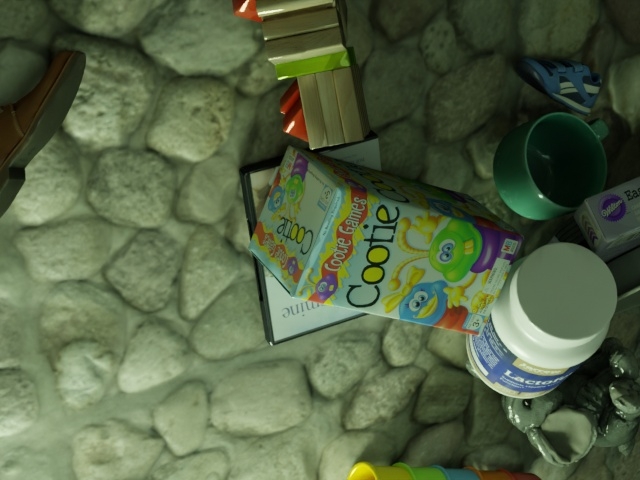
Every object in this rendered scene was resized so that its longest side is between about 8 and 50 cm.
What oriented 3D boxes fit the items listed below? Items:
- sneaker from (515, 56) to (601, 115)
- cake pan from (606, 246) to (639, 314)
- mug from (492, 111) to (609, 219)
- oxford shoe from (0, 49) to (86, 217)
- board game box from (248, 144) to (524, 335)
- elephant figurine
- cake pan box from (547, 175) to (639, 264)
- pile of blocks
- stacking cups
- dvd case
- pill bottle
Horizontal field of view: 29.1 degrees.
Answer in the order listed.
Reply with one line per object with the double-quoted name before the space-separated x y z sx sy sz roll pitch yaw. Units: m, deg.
"sneaker" 0.306 -0.210 1.577 0.144 0.053 0.059 20 105 -41
"cake pan" 0.488 0.028 1.683 0.293 0.293 0.054 -18 77 -17
"mug" 0.299 -0.092 1.590 0.157 0.097 0.129 0 79 -28
"oxford shoe" -0.325 -0.122 1.307 0.076 0.076 0.212 34 86 5
"board game box" 0.079 0.002 1.488 0.275 0.144 0.142 13 107 -31
"elephant figurine" 0.334 0.236 1.773 0.239 0.186 0.169 -14 163 -7
"cake pan box" 0.432 -0.040 1.579 0.266 0.070 0.246 -23 166 -5
"pile of blocks" -0.035 -0.257 1.353 0.112 0.149 0.362 -9 122 8
"stacking cups" 0.194 0.368 1.784 0.316 0.096 0.096 6 111 -28
"dvd case" 0.000 0.000 1.550 0.180 0.022 0.253 -17 121 -18
"pill bottle" 0.283 0.103 1.585 0.153 0.153 0.265 -26 164 -12
